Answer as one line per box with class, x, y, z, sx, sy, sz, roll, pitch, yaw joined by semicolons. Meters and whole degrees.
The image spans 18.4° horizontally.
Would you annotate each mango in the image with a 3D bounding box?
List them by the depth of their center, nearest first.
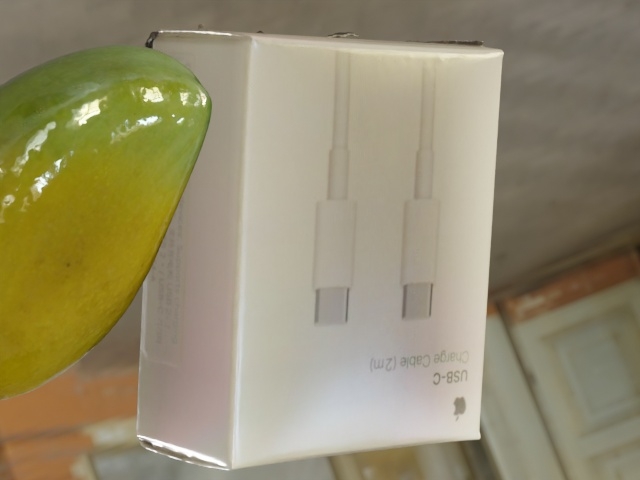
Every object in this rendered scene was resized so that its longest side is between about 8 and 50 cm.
mango;-0.130;-0.012;0.947;0.195;0.092;0.130;-44;126;0

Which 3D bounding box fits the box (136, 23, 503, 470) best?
box;0.000;0.000;1.184;0.203;0.251;0.106;-1;-172;-42
